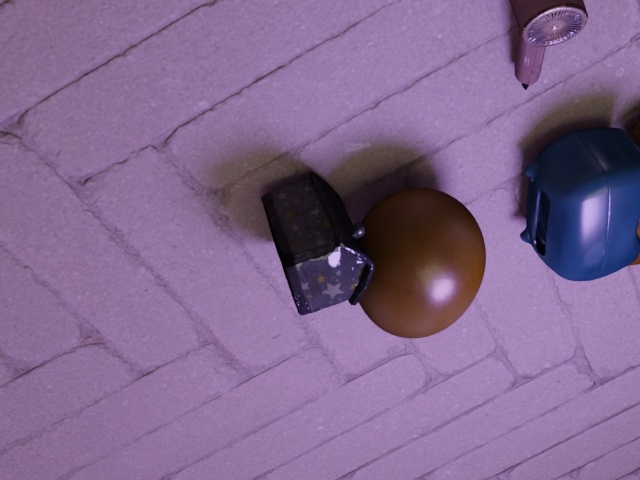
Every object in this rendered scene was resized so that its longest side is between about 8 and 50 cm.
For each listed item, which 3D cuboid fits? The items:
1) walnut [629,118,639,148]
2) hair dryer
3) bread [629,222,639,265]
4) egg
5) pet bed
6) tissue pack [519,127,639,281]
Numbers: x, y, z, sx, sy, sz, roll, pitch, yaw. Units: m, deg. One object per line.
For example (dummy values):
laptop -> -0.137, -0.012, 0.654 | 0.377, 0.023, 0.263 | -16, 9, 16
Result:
walnut -> 0.678, -0.190, 1.917 | 0.184, 0.155, 0.155 | -41, 132, 19
hair dryer -> 0.346, -0.357, 1.661 | 0.106, 0.189, 0.344 | -11, 156, -1
bread -> 0.700, -0.045, 2.071 | 0.210, 0.099, 0.235 | -5, 133, -2
egg -> 0.178, 0.048, 1.881 | 0.250, 0.250, 0.322 | -6, 141, -15
pet bed -> 0.000, 0.000, 1.795 | 0.159, 0.211, 0.183 | -18, 134, -3
tissue pack -> 0.503, -0.062, 1.933 | 0.206, 0.198, 0.287 | -16, 137, -8
